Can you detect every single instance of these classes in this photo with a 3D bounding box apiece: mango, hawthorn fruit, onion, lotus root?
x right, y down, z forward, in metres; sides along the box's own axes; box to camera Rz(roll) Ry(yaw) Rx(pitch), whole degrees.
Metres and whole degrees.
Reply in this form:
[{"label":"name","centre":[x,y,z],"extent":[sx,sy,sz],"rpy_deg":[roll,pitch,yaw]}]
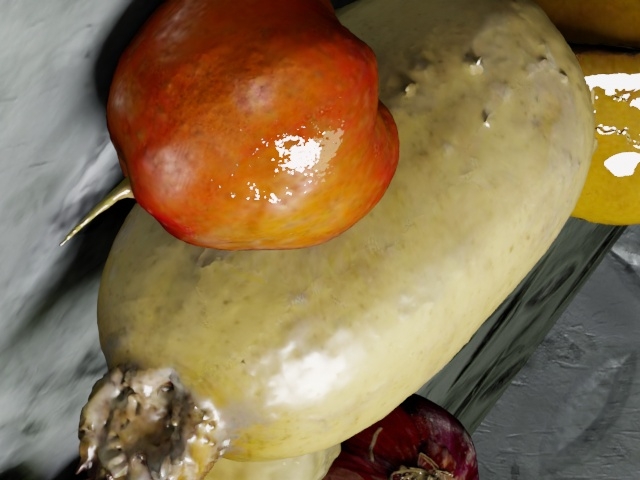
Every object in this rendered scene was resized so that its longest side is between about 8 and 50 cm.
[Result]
[{"label":"mango","centre":[0.138,-0.080,1.037],"extent":[0.249,0.156,0.151],"rpy_deg":[-9,179,3]},{"label":"hawthorn fruit","centre":[-0.036,-0.055,0.734],"extent":[0.125,0.140,0.125],"rpy_deg":[-179,-90,-86]},{"label":"onion","centre":[0.024,0.246,1.537],"extent":[0.281,0.221,0.281],"rpy_deg":[-41,-164,15]},{"label":"lotus root","centre":[0.000,0.000,0.859],"extent":[0.343,0.169,0.151],"rpy_deg":[-44,159,-26]}]

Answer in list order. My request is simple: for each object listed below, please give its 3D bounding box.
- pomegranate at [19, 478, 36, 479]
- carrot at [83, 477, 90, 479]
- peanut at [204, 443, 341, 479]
[{"label":"pomegranate","centre":[-0.174,0.226,0.986],"extent":[0.169,0.122,0.143],"rpy_deg":[-49,-164,-24]},{"label":"carrot","centre":[-0.148,0.204,1.164],"extent":[0.062,0.066,0.271],"rpy_deg":[-16,164,-18]},{"label":"peanut","centre":[-0.044,0.095,1.064],"extent":[0.129,0.129,0.224],"rpy_deg":[-44,163,-31]}]
